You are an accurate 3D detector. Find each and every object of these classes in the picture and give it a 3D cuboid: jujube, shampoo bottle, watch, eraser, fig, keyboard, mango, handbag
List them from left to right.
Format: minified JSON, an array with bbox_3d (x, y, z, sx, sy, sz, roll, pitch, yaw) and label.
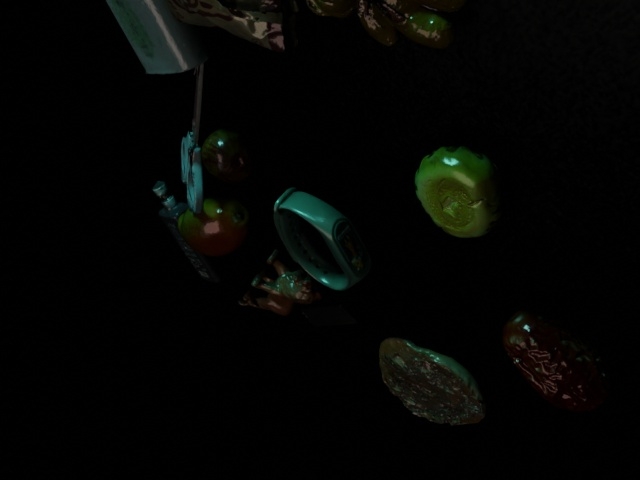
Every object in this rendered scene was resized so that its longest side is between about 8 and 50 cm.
[{"bbox_3d":[-0.292,-0.397,1.001,0.174,0.081,0.226,14,141,44],"label":"eraser"},{"bbox_3d":[-0.352,-0.022,1.598,0.098,0.071,0.309,11,138,47],"label":"shampoo bottle"},{"bbox_3d":[-0.255,-0.029,1.408,0.146,0.129,0.289,25,164,-17],"label":"mango"},{"bbox_3d":[-0.141,-0.366,0.799,0.235,0.127,0.212,25,145,27],"label":"handbag"},{"bbox_3d":[-0.183,-0.170,1.156,0.155,0.103,0.109,37,133,52],"label":"fig"},{"bbox_3d":[0.000,0.000,1.185,0.195,0.068,0.237,11,142,49],"label":"watch"},{"bbox_3d":[0.016,0.183,1.463,0.067,0.011,0.202,49,152,-14],"label":"keyboard"},{"bbox_3d":[0.357,0.182,0.918,0.176,0.109,0.112,46,118,1],"label":"jujube"}]

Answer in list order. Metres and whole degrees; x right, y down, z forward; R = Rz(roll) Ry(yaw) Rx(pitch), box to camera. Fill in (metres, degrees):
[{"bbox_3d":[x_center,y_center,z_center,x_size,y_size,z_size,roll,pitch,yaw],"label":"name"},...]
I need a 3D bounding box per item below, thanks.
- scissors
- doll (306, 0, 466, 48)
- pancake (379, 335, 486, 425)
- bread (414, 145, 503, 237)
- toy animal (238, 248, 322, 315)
[{"bbox_3d":[-0.255,-0.213,1.197,0.360,0.030,0.191,107,151,-49],"label":"scissors"},{"bbox_3d":[0.061,-0.287,0.682,0.210,0.097,0.137,26,142,20],"label":"doll"},{"bbox_3d":[0.237,0.316,1.316,0.283,0.049,0.282,31,149,22],"label":"pancake"},{"bbox_3d":[0.194,-0.068,0.825,0.130,0.071,0.139,-6,123,52],"label":"bread"},{"bbox_3d":[-0.090,0.124,1.440,0.158,0.097,0.312,37,153,0],"label":"toy animal"}]
